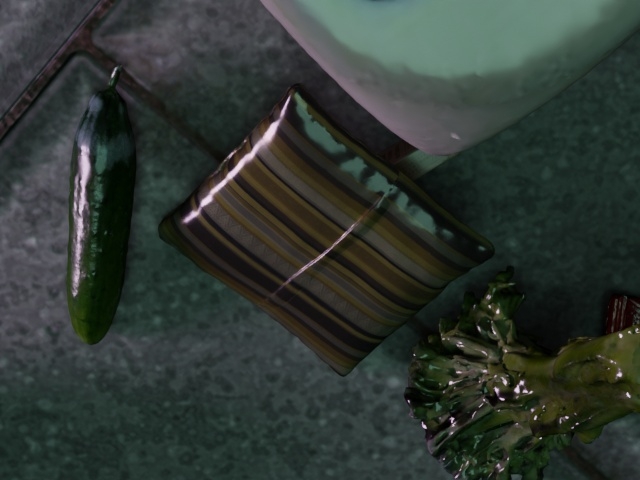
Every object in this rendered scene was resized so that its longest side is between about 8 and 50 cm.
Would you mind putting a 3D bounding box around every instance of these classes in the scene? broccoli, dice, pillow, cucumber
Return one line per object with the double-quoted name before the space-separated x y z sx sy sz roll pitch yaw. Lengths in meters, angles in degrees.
"broccoli" 0.180 0.111 1.157 0.165 0.304 0.145 45 66 -7
"dice" 0.096 -0.262 1.033 0.304 0.277 0.304 -40 100 13
"pillow" 0.000 0.000 1.219 0.208 0.052 0.212 39 129 -10
"cucumber" -0.182 -0.023 1.246 0.056 0.056 0.250 7 110 1

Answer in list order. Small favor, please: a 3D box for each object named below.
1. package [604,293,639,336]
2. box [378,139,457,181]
"package" 0.334 0.093 1.275 0.200 0.022 0.083 6 110 -1
"box" 0.083 -0.072 1.214 0.083 0.053 0.024 -29 106 14
